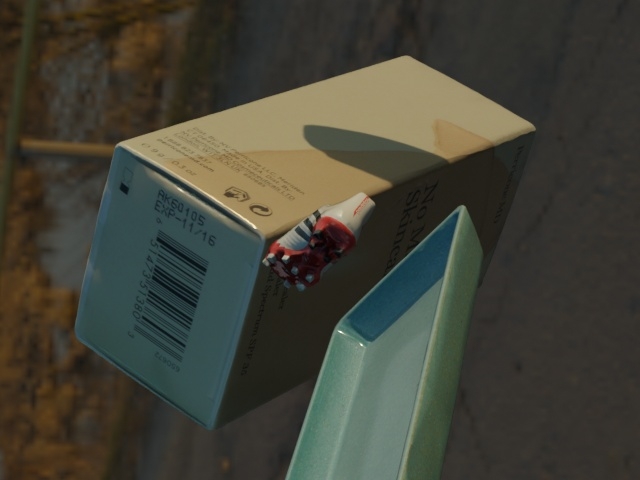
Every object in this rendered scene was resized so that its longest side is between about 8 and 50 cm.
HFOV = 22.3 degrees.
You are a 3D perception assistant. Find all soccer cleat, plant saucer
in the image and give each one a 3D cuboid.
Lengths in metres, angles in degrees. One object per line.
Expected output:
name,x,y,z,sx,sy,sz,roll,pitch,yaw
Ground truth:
soccer cleat,0.000,0.000,0.787,0.035,0.029,0.083,-48,6,-29
plant saucer,0.011,0.063,0.435,0.067,0.018,0.192,-45,15,32

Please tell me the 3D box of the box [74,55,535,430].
box,-0.001,-0.011,1.061,0.121,0.311,0.148,31,123,26
